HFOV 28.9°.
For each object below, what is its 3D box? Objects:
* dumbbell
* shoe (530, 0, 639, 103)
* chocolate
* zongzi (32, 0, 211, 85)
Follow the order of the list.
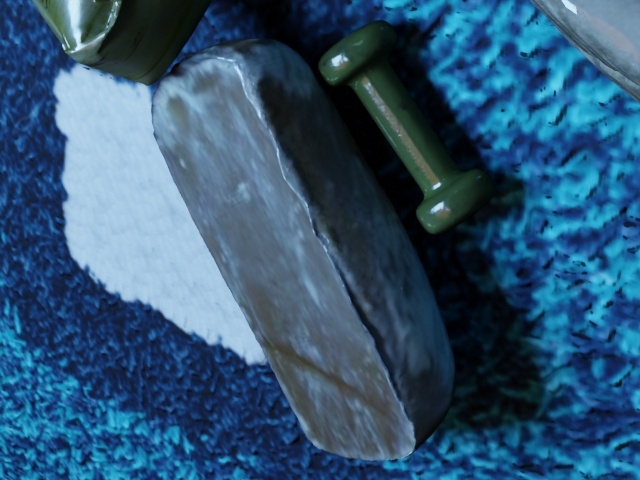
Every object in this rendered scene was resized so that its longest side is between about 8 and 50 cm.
[{"bbox_3d":[0.046,-0.060,0.668,0.118,0.046,0.052,56,179,-2],"label":"dumbbell"},{"bbox_3d":[0.198,-0.108,0.433,0.198,0.172,0.351,-49,56,12],"label":"shoe"},{"bbox_3d":[0.002,-0.001,0.720,0.254,0.080,0.157,63,155,-5],"label":"chocolate"},{"bbox_3d":[-0.113,-0.245,0.673,0.228,0.115,0.256,44,119,32],"label":"zongzi"}]
